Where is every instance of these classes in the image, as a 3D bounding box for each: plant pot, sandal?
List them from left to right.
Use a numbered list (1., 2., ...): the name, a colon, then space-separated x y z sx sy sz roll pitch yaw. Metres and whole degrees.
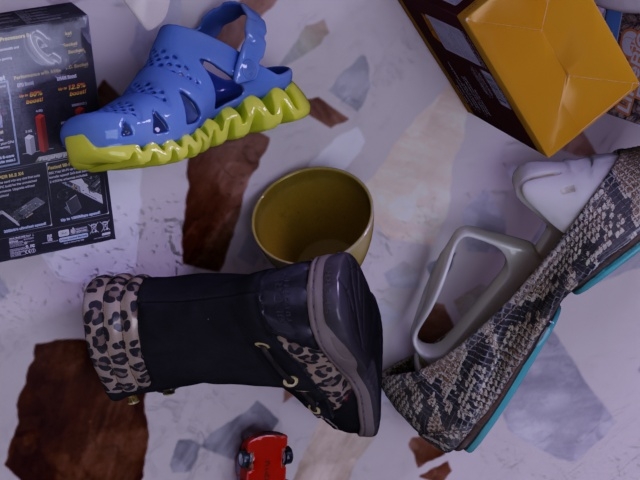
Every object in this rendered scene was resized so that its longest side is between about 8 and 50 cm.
1. sandal: -0.144 -0.153 1.740 0.317 0.126 0.138 -28 110 -50
2. plant pot: 0.000 0.000 1.898 0.134 0.134 0.095 -31 143 -10

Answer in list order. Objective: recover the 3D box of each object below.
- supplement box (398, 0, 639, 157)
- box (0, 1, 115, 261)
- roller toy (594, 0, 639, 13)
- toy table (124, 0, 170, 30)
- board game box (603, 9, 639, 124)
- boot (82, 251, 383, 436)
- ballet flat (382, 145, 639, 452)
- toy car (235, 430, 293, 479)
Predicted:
1. supplement box: 0.205 -0.221 1.854 0.129 0.194 0.191 -39 119 -6
2. box: -0.371 -0.092 1.722 0.307 0.076 0.242 -13 113 -19
3. roller toy: 0.345 -0.355 1.853 0.209 0.191 0.146 -53 147 -30
4. toy table: -0.172 -0.340 1.610 0.161 0.274 0.252 -36 104 0
5. board game box: 0.487 -0.182 1.908 0.232 0.291 0.141 -6 112 -38
6. boot: -0.080 0.122 1.872 0.284 0.377 0.138 -3 69 7
7. ballet flat: 0.238 0.029 1.954 0.182 0.164 0.483 40 107 -2
8. toy car: -0.094 0.352 2.016 0.225 0.053 0.239 -35 118 -8
